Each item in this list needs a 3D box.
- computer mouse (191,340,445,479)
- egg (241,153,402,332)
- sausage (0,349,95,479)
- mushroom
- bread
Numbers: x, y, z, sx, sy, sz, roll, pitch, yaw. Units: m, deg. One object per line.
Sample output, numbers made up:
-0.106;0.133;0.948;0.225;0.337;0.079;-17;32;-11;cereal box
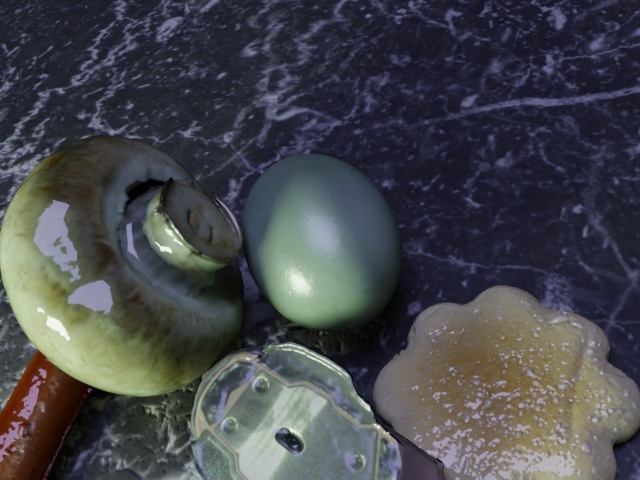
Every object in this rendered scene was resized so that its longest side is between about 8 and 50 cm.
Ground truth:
0.011;0.254;0.925;0.389;0.115;0.199;33;82;31;computer mouse
0.000;0.000;1.095;0.202;0.203;0.283;-25;39;-4;egg
-0.367;0.231;1.084;0.102;0.102;0.330;6;52;23;sausage
-0.235;0.026;1.060;0.260;0.352;0.352;-36;39;28;mushroom
0.208;0.180;0.967;0.315;0.054;0.316;-8;47;9;bread
